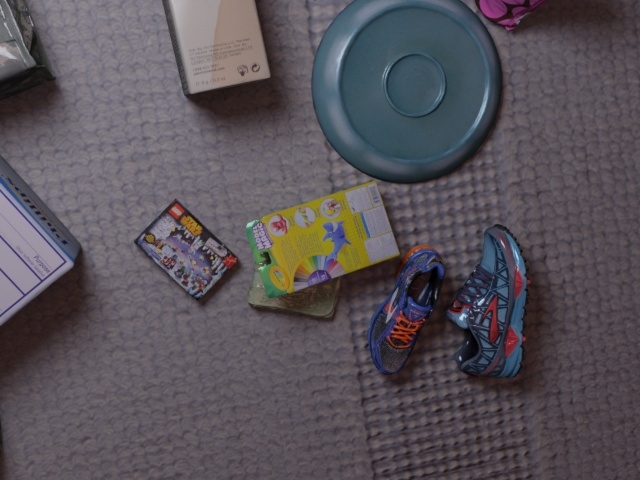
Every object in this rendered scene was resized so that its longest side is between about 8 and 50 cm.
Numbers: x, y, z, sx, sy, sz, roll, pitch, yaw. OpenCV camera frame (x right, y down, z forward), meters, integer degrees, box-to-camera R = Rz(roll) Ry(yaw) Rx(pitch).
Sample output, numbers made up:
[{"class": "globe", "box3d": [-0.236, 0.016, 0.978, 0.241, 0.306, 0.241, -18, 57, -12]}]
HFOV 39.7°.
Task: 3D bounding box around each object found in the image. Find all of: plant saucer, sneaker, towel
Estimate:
[{"class": "plant saucer", "box3d": [0.145, -0.247, 1.405, 0.318, 0.044, 0.317, -2, 99, -10]}, {"class": "sneaker", "box3d": [0.269, 0.104, 1.449, 0.125, 0.104, 0.261, -2, 98, -9]}, {"class": "sneaker", "box3d": [0.140, 0.115, 1.433, 0.083, 0.087, 0.221, 18, 94, -12]}, {"class": "towel", "box3d": [-0.039, 0.065, 1.422, 0.148, 0.027, 0.110, 10, 95, -12]}]

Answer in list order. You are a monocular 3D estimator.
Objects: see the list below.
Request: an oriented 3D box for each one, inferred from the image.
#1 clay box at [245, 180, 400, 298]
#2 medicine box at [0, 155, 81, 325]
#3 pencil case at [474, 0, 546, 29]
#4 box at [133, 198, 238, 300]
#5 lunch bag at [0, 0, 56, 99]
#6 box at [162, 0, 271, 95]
[{"class": "clay box", "box3d": [0.000, 0.000, 1.387, 0.222, 0.053, 0.127, -18, 90, -13]}, {"class": "medicine box", "box3d": [-0.538, 0.016, 1.256, 0.289, 0.149, 0.263, -40, 103, -3]}, {"class": "pencil case", "box3d": [0.315, -0.391, 1.331, 0.095, 0.209, 0.098, -17, 91, -14]}, {"class": "box", "box3d": [-0.209, 0.015, 1.382, 0.137, 0.027, 0.094, 44, 87, -13]}, {"class": "lunch bag", "box3d": [-0.529, -0.320, 1.203, 0.235, 0.169, 0.286, -21, 94, -4]}, {"class": "box", "box3d": [-0.169, -0.372, 1.274, 0.121, 0.148, 0.311, -13, 102, -10]}]
